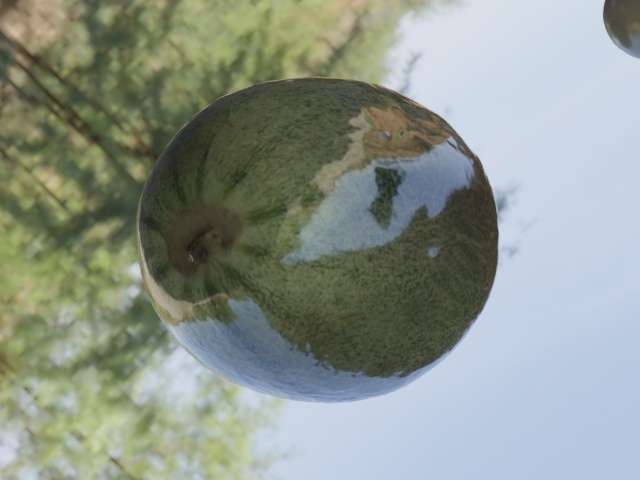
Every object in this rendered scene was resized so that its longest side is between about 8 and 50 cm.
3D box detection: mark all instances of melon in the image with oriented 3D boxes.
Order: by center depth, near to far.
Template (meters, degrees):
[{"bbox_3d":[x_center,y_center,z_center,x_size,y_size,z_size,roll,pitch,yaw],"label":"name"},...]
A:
[{"bbox_3d":[0.000,0.000,1.099,0.248,0.248,0.329,-39,160,26],"label":"melon"}]

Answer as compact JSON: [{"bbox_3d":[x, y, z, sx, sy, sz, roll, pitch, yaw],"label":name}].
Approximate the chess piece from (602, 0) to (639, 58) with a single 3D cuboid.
[{"bbox_3d":[0.258,-0.128,0.964,0.094,0.094,0.170,-44,-134,-1],"label":"chess piece"}]
